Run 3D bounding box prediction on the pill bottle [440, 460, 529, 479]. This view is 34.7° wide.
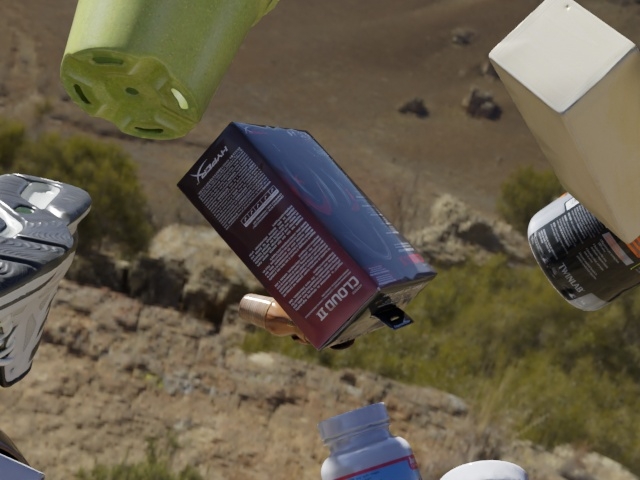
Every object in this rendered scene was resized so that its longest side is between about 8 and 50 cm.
[{"bbox_3d":[0.307,0.585,1.778,0.210,0.210,0.363,10,46,-14],"label":"pill bottle"}]

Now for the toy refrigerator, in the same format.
[{"bbox_3d":[0.263,-0.109,0.969,0.102,0.094,0.269,49,4,37],"label":"toy refrigerator"}]

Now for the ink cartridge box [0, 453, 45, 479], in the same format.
[{"bbox_3d":[-0.279,0.157,0.630,0.175,0.072,0.127,-8,-33,33],"label":"ink cartridge box"}]

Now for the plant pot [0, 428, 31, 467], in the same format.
[{"bbox_3d":[-0.488,0.302,1.338,0.215,0.215,0.230,5,14,-24],"label":"plant pot"}]

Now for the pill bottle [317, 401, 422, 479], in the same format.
[{"bbox_3d":[0.052,0.232,0.919,0.087,0.087,0.160,-6,73,-43],"label":"pill bottle"}]

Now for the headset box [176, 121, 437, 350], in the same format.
[{"bbox_3d":[0.000,0.000,1.238,0.293,0.110,0.218,49,20,15],"label":"headset box"}]

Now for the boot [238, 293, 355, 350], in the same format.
[{"bbox_3d":[-0.011,0.122,1.520,0.152,0.073,0.197,15,8,29],"label":"boot"}]

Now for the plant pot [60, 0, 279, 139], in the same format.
[{"bbox_3d":[-0.203,-0.279,1.308,0.276,0.276,0.254,15,62,-2],"label":"plant pot"}]

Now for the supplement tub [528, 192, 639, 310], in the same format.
[{"bbox_3d":[0.544,-0.041,1.758,0.207,0.338,0.207,34,35,-29],"label":"supplement tub"}]

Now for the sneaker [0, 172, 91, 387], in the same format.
[{"bbox_3d":[-0.382,0.092,1.191,0.169,0.257,0.447,15,15,-1],"label":"sneaker"}]
